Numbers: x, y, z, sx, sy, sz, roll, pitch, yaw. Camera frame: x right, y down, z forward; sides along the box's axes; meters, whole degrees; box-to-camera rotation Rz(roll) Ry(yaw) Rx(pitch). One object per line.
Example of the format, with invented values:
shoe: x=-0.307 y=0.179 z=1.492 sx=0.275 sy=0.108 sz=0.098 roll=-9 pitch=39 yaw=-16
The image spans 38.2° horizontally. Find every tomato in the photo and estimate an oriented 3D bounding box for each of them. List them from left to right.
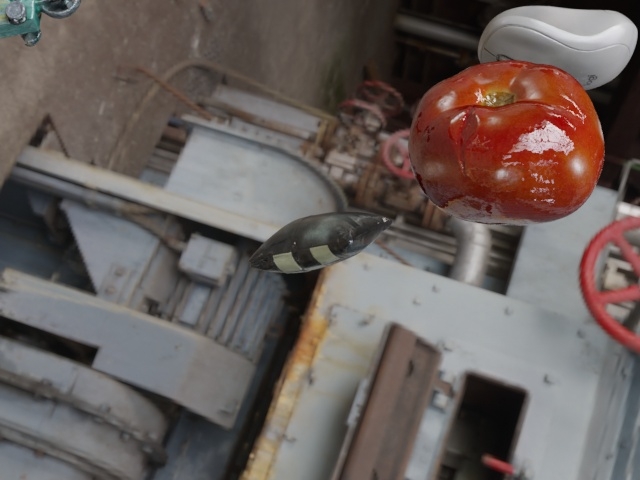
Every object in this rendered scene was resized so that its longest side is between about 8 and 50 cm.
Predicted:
tomato: x=0.285 y=-0.138 z=1.404 sx=0.299 sy=0.298 sz=0.226 roll=-63 pitch=144 yaw=-46

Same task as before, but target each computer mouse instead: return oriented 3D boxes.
computer mouse: x=0.451 y=-0.349 z=1.751 sx=0.184 sy=0.296 sz=0.121 roll=111 pitch=-23 yaw=-64

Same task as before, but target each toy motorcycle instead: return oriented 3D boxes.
toy motorcycle: x=-0.603 y=-0.466 z=1.747 sx=0.109 sy=0.296 sz=0.198 roll=97 pitch=-19 yaw=-75

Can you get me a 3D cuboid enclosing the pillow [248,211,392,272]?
pillow: x=0.000 y=0.000 z=1.849 sx=0.186 sy=0.249 sz=0.106 roll=-28 pitch=103 yaw=-58
